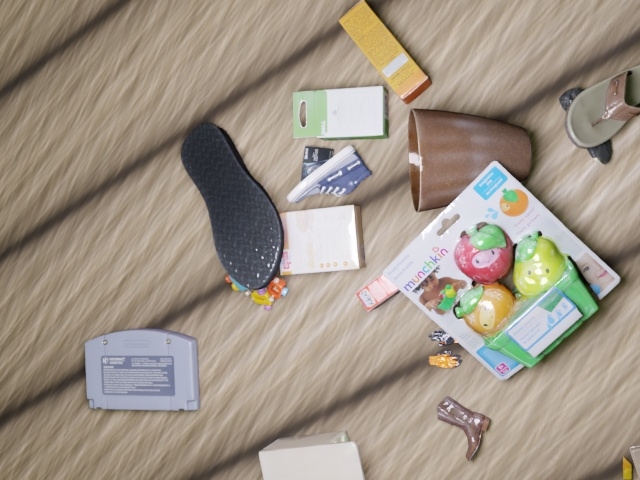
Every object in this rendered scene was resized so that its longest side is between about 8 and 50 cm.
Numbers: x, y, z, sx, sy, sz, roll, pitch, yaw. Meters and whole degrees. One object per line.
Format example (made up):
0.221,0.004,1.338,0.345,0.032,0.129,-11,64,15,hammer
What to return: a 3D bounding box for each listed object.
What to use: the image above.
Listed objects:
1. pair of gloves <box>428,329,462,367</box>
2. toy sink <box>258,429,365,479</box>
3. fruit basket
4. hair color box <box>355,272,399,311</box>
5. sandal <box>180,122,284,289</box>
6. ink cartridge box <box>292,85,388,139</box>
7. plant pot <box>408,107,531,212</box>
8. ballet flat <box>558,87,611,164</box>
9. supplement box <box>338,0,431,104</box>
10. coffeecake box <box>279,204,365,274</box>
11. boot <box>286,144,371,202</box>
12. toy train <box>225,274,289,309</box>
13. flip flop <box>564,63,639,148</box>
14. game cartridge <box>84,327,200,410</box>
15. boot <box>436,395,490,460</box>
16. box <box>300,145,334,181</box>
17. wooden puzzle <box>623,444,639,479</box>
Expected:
0.274,0.238,1.605,0.074,0.010,0.083,1,90,17,pair of gloves
0.004,0.515,1.625,0.234,0.131,0.152,-13,87,21,toy sink
0.360,0.075,1.465,0.353,0.165,0.327,41,106,-10,fruit basket
0.165,0.085,1.593,0.167,0.093,0.053,-36,80,14,hair color box
-0.182,-0.085,1.675,0.168,0.107,0.445,-35,62,18,sandal
0.046,-0.282,1.642,0.209,0.062,0.109,0,90,17,ink cartridge box
0.306,-0.172,1.507,0.231,0.215,0.215,-3,89,2,plant pot
0.550,-0.234,1.510,0.057,0.049,0.173,-21,85,-26,ballet flat
0.142,-0.413,1.605,0.080,0.078,0.233,-41,80,13,supplement box
0.000,0.000,1.654,0.186,0.068,0.142,-5,89,16,coffeecake box
0.021,-0.125,1.629,0.190,0.069,0.086,-38,90,-2,boot
-0.143,0.092,1.688,0.166,0.046,0.125,27,140,15,toy train
0.609,-0.283,1.445,0.277,0.080,0.112,-29,88,1,flip flop
-0.437,0.315,1.795,0.297,0.062,0.198,-2,85,16,game cartridge
0.296,0.406,1.586,0.114,0.037,0.106,24,84,12,boot
-0.007,-0.173,1.681,0.067,0.018,0.083,9,93,16,box
0.672,0.448,1.489,0.116,0.014,0.078,-11,92,16,wooden puzzle
